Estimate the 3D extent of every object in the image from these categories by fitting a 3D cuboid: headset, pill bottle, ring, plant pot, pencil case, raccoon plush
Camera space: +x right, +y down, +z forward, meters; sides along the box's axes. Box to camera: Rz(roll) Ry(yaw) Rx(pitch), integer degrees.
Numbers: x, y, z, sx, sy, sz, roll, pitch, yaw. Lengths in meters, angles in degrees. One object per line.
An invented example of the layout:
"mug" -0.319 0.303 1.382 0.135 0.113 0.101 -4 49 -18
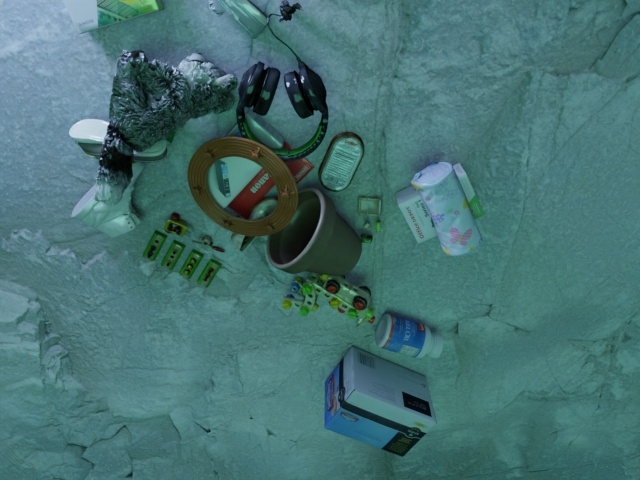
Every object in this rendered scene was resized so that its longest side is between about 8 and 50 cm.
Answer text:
"headset" -0.097 -0.408 1.313 0.243 0.185 0.394 2 125 -3
"pill bottle" 0.318 0.348 1.773 0.221 0.124 0.124 17 119 -10
"ring" -0.228 -0.141 1.431 0.336 0.032 0.337 9 131 10
"plant pot" 0.000 0.000 1.527 0.229 0.263 0.263 27 119 -35
"pencil case" 0.360 -0.085 1.414 0.124 0.113 0.273 -20 117 23
"raccoon plush" -0.390 -0.287 1.305 0.299 0.216 0.447 11 94 -18

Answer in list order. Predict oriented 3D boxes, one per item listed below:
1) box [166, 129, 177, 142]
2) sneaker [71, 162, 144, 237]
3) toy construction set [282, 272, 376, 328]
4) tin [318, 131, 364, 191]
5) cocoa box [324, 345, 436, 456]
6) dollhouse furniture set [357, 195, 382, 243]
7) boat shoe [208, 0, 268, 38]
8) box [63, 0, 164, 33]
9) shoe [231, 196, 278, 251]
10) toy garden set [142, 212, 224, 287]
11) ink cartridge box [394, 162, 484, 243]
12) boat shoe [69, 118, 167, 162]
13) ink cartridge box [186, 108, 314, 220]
"box" -0.494 -0.355 1.420 0.179 0.043 0.105 25 118 -15
"sneaker" -0.601 -0.129 1.532 0.292 0.108 0.169 -37 127 17
"toy construction set" 0.052 0.206 1.669 0.327 0.151 0.215 22 129 -12
"tin" 0.062 -0.232 1.487 0.106 0.040 0.190 17 119 -14
"cocoa box" 0.212 0.605 1.862 0.347 0.231 0.228 25 118 -13
"dollhouse furniture set" 0.156 -0.070 1.587 0.076 0.058 0.152 4 102 7
"boat shoe" -0.239 -0.597 1.249 0.227 0.079 0.081 33 111 -21
"box" -0.553 -0.698 1.208 0.232 0.058 0.322 -13 120 9
"shoe" -0.200 -0.048 1.569 0.076 0.058 0.219 21 124 -41
"toy garden set" -0.442 0.039 1.646 0.244 0.049 0.204 29 117 -15
"ink cartridge box" 0.359 -0.110 1.519 0.219 0.093 0.160 -26 116 15
"boat shoe" -0.559 -0.268 1.407 0.304 0.109 0.091 13 145 15
"ink cartridge box" -0.209 -0.197 1.494 0.261 0.066 0.296 39 114 -19
